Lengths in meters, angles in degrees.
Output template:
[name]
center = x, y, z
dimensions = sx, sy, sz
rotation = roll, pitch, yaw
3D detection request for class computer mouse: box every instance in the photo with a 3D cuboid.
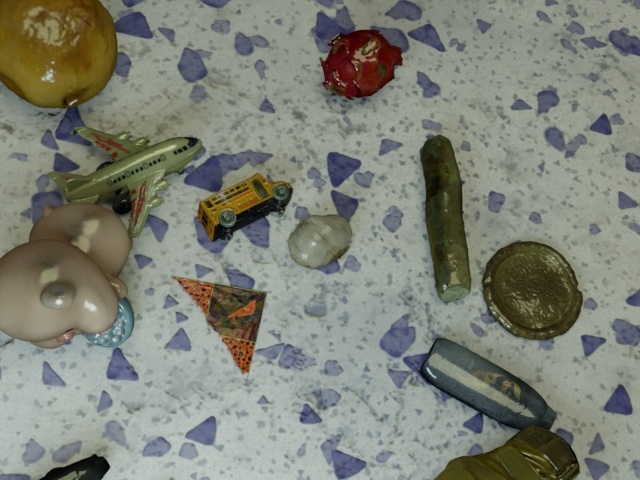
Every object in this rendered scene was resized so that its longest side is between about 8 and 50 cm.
[computer mouse]
center = -0.411, 0.395, 1.510
dimensions = 0.086, 0.137, 0.270
rotation = 42, 63, -1

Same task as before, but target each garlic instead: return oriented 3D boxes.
[garlic]
center = -0.002, -0.004, 1.846
dimensions = 0.113, 0.074, 0.094
rotation = -37, 85, -11

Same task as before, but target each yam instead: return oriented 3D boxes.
[yam]
center = 0.224, -0.044, 1.919
dimensions = 0.071, 0.067, 0.317
rotation = 6, 61, -19

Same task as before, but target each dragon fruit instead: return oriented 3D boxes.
[dragon fruit]
center = 0.080, -0.334, 2.002
dimensions = 0.165, 0.133, 0.136
rotation = -18, 62, -19

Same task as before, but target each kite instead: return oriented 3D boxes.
[kite]
center = -0.138, 0.116, 1.792
dimensions = 0.125, 0.008, 0.222
rotation = -30, 73, -27

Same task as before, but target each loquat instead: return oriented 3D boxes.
[loquat]
center = -0.460, -0.341, 1.849
dimensions = 0.238, 0.193, 0.238
rotation = 2, 65, -4

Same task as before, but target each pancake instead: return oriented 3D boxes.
[pancake]
center = 0.379, 0.088, 1.913
dimensions = 0.199, 0.021, 0.199
rotation = 6, 63, -11

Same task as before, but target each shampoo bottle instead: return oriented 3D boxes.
[shampoo bottle]
center = 0.281, 0.248, 1.791
dimensions = 0.233, 0.049, 0.087
rotation = 30, 63, 3

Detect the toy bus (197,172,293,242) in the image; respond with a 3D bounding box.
[toy bus]
center = -0.128, -0.062, 1.850
dimensions = 0.162, 0.069, 0.074
rotation = -28, 70, -23

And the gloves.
[gloves]
center = 0.248, 0.402, 1.653
dimensions = 0.331, 0.141, 0.154
rotation = -27, 73, -24

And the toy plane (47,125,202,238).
[toy plane]
center = -0.319, -0.114, 1.812
dimensions = 0.256, 0.104, 0.242
rotation = -19, 62, -22

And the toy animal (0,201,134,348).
[toy animal]
center = -0.394, 0.049, 1.656
dimensions = 0.229, 0.210, 0.221
rotation = 13, 64, -46
